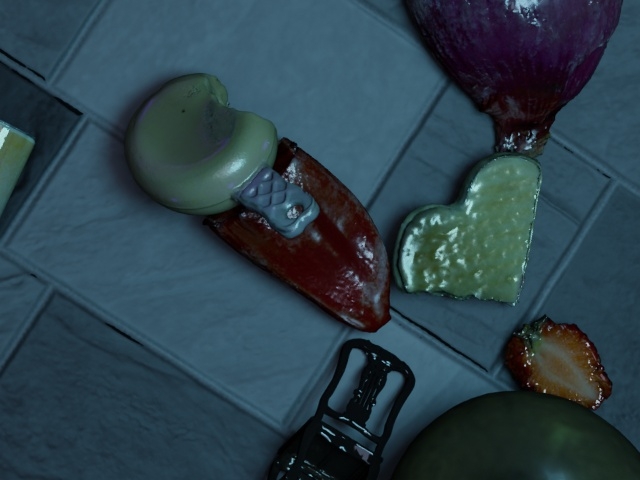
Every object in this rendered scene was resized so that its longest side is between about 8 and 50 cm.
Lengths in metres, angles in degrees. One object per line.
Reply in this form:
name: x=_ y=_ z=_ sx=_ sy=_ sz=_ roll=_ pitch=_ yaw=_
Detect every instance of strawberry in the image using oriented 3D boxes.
strawberry: x=0.287 y=0.153 z=1.884 sx=0.152 sy=0.048 sz=0.104 roll=44 pitch=77 yaw=-19

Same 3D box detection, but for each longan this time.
longan: x=0.217 y=0.345 z=1.724 sx=0.361 sy=0.361 sz=0.361 roll=0 pitch=89 yaw=-8

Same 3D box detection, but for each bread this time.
bread: x=0.192 y=0.003 z=1.857 sx=0.232 sy=0.064 sz=0.172 roll=-40 pitch=102 yaw=-10

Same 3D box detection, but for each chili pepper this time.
chili pepper: x=0.000 y=0.000 z=1.826 sx=0.253 sy=0.136 sz=0.144 roll=41 pitch=41 yaw=-15

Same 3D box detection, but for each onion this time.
onion: x=0.244 y=-0.262 z=1.826 sx=0.267 sy=0.159 sz=0.348 roll=-10 pitch=90 yaw=-5

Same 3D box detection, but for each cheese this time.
cheese: x=-0.102 y=-0.084 z=1.734 sx=0.286 sy=0.082 sz=0.163 roll=33 pitch=76 yaw=37

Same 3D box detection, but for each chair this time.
chair: x=0.021 y=0.239 z=1.835 sx=0.106 sy=0.113 sz=0.229 roll=33 pitch=48 yaw=-6

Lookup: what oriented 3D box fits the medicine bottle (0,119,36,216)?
medicine bottle: x=-0.455 y=0.056 z=1.759 sx=0.108 sy=0.108 sz=0.426 roll=24 pitch=84 yaw=-7
